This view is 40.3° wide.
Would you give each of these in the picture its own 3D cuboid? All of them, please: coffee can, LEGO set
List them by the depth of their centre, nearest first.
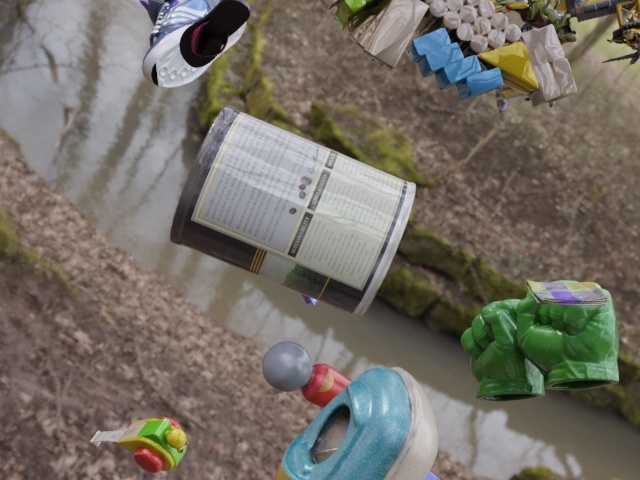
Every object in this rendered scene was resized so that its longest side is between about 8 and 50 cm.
[{"bbox_3d":[-0.037,-0.038,1.176,0.276,0.201,0.201,23,25,-2],"label":"coffee can"},{"bbox_3d":[0.360,-0.312,1.297,0.255,0.332,0.192,36,46,-74],"label":"LEGO set"}]

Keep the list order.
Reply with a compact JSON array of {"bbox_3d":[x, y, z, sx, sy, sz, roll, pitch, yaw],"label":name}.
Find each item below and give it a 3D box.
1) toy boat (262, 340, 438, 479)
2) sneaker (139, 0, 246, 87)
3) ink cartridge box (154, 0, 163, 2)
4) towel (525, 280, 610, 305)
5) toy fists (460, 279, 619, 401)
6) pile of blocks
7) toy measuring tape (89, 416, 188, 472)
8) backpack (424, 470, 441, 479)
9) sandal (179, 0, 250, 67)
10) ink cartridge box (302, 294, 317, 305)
[{"bbox_3d":[0.006,0.236,1.065,0.148,0.267,0.318,32,13,-19],"label":"toy boat"},{"bbox_3d":[-0.347,-0.475,1.960,0.236,0.130,0.323,28,51,21],"label":"sneaker"},{"bbox_3d":[-0.320,-0.474,1.338,0.223,0.224,0.045,13,63,-18],"label":"ink cartridge box"},{"bbox_3d":[0.283,0.059,1.002,0.083,0.009,0.060,1,20,-2],"label":"towel"},{"bbox_3d":[0.293,0.136,1.196,0.096,0.279,0.142,9,70,-22],"label":"toy fists"},{"bbox_3d":[0.122,-0.246,1.030,0.362,0.149,0.112,33,-5,-5],"label":"pile of blocks"},{"bbox_3d":[-0.394,0.463,1.948,0.121,0.330,0.121,17,65,-40],"label":"toy measuring tape"},{"bbox_3d":[0.135,0.415,1.277,0.101,0.120,0.098,45,28,-8],"label":"backpack"},{"bbox_3d":[-0.176,-0.327,1.400,0.067,0.179,0.040,23,57,-27],"label":"sandal"},{"bbox_3d":[0.000,0.000,1.728,0.185,0.065,0.311,61,33,-5],"label":"ink cartridge box"}]
